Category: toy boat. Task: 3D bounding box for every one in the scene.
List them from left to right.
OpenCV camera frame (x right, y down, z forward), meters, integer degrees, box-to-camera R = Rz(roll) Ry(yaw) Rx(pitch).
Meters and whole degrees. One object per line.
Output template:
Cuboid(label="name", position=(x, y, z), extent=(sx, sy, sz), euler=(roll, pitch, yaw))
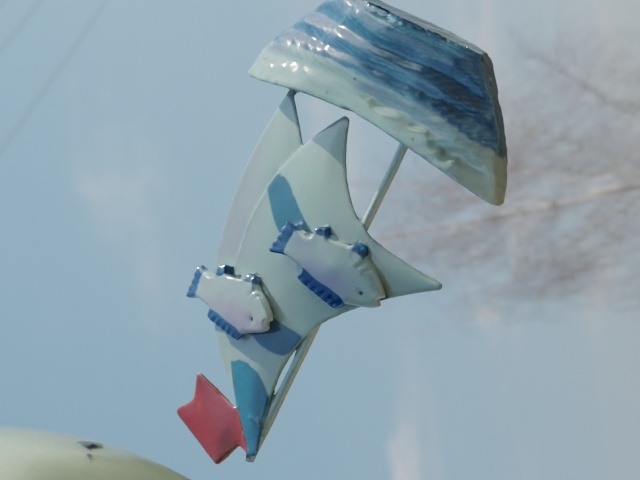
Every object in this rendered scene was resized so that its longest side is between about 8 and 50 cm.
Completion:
Cuboid(label="toy boat", position=(-0.003, -0.011, 0.508), extent=(0.034, 0.149, 0.105), euler=(10, -141, -46))

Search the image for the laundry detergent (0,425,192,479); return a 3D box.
Cuboid(label="laundry detergent", position=(-0.031, 0.091, 0.349), extent=(0.226, 0.099, 0.070), euler=(34, -115, -29))
